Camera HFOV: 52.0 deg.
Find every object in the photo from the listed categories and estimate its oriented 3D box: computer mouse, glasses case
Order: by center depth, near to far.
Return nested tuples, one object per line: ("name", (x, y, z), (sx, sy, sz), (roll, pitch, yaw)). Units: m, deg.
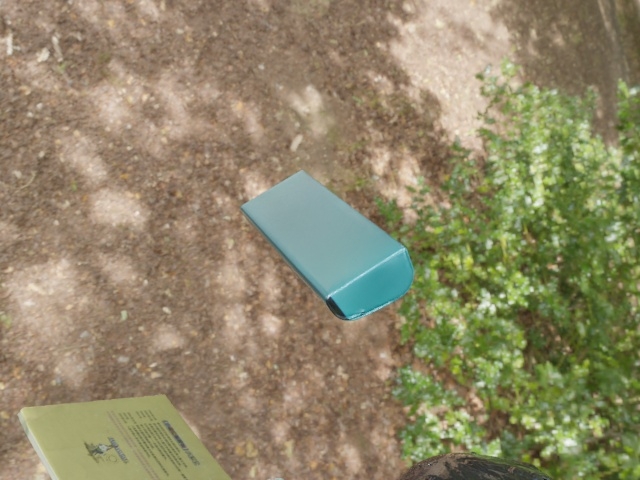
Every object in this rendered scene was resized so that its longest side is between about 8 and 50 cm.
("computer mouse", (0.193, 0.316, 0.838), (0.122, 0.217, 0.074), (-57, 146, -75))
("glasses case", (-0.001, 0.001, 0.880), (0.301, 0.117, 0.070), (45, -18, 54))

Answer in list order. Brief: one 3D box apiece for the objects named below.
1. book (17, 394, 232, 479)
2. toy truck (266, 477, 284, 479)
("book", (-0.203, 0.227, 0.702), (0.192, 0.168, 0.013), (10, 112, -50))
("toy truck", (-0.018, 0.603, 1.369), (0.108, 0.256, 0.140), (-51, 134, -3))
